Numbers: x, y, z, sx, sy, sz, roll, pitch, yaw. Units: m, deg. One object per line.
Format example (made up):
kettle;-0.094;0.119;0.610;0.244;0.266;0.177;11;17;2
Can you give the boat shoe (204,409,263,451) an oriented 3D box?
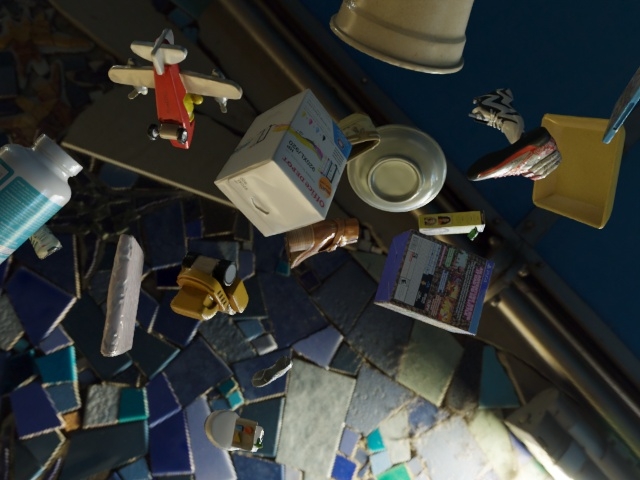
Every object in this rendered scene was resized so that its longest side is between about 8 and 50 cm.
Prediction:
boat shoe;-0.347;0.670;1.627;0.158;0.127;0.340;2;-32;26

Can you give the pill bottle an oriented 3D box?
pill bottle;-0.585;-0.079;0.866;0.146;0.264;0.146;41;-12;11

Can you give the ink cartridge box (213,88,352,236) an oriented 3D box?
ink cartridge box;-0.069;-0.158;0.961;0.168;0.233;0.171;-15;-49;38

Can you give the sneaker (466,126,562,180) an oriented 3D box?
sneaker;0.609;-0.227;1.442;0.270;0.090;0.145;-31;-58;32

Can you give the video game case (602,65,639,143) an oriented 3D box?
video game case;0.628;-0.293;0.932;0.015;0.119;0.166;24;-22;18

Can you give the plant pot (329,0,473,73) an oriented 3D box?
plant pot;0.217;-0.583;1.000;0.334;0.333;0.306;43;-44;27

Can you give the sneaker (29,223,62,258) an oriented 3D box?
sneaker;-0.677;-0.009;1.107;0.161;0.057;0.075;19;-40;51

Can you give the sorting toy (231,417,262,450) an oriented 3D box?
sorting toy;-0.159;0.430;1.015;0.083;0.062;0.012;0;-21;28

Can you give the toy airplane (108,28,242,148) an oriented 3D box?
toy airplane;-0.530;-0.573;1.677;0.384;0.272;0.386;-32;-67;31

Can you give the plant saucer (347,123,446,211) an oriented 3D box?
plant saucer;0.298;-0.261;1.835;0.400;0.101;0.401;7;-51;8

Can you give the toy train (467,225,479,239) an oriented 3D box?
toy train;0.452;-0.020;1.358;0.024;0.017;0.083;58;-2;16

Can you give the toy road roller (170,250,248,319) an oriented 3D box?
toy road roller;-0.441;0.216;1.781;0.202;0.241;0.330;13;-35;18

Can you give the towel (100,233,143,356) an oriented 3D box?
towel;-0.592;0.170;1.387;0.317;0.053;0.332;147;-52;-71

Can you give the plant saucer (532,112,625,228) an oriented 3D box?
plant saucer;0.867;-0.245;1.534;0.333;0.080;0.333;-129;-146;-66

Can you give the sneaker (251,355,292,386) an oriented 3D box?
sneaker;-0.158;0.448;1.543;0.054;0.152;0.061;57;-5;32

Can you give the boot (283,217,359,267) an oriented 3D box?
boot;0.000;0.000;1.442;0.283;0.220;0.109;101;-25;-68

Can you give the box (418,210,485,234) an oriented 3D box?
box;0.483;-0.063;1.702;0.087;0.232;0.058;51;36;-69

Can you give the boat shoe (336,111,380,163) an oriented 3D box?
boat shoe;0.015;-0.216;1.173;0.104;0.285;0.089;33;27;-57

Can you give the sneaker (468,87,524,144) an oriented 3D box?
sneaker;0.592;-0.414;1.573;0.094;0.153;0.235;72;11;-69

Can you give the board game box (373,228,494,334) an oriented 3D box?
board game box;0.347;0.131;1.414;0.290;0.232;0.141;22;-12;-10
